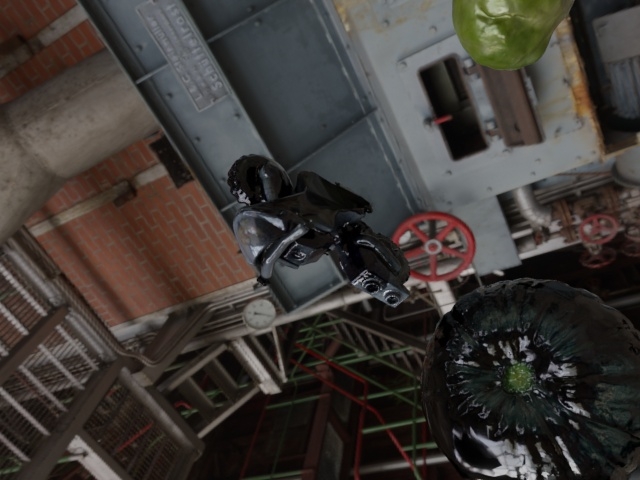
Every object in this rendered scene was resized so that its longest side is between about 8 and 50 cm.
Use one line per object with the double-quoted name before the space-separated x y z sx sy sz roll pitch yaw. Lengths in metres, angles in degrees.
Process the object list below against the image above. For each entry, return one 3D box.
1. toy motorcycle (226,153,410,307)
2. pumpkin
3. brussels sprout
"toy motorcycle" 0.000 0.000 0.606 0.271 0.106 0.159 32 -143 -14
"pumpkin" 0.189 0.131 0.451 0.140 0.202 0.201 32 -137 -55
"brussels sprout" 0.405 -0.517 1.019 0.243 0.316 0.273 29 166 48
